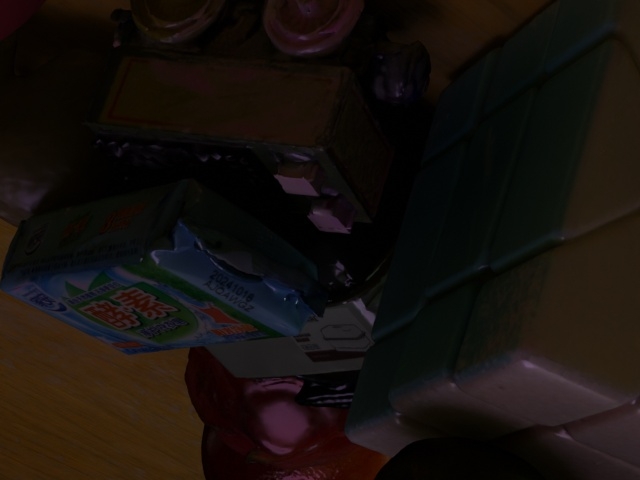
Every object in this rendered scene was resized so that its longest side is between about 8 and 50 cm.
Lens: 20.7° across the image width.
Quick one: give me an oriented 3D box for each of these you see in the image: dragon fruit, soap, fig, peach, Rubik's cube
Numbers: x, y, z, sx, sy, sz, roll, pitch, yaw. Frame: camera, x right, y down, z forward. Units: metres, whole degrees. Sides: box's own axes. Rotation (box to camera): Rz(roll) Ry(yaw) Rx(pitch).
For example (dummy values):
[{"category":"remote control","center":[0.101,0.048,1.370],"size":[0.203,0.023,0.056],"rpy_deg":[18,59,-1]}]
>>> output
[{"category":"dragon fruit","center":[-0.025,0.122,1.815],"size":[0.241,0.241,0.252],"rpy_deg":[31,123,-29]},{"category":"soap","center":[-0.129,0.026,1.380],"size":[0.156,0.077,0.293],"rpy_deg":[31,154,-32]},{"category":"fig","center":[0.122,0.194,1.188],"size":[0.178,0.117,0.117],"rpy_deg":[17,160,-25]},{"category":"peach","center":[-0.013,0.268,2.176],"size":[0.258,0.201,0.362],"rpy_deg":[26,157,-17]},{"category":"Rubik's cube","center":[0.245,0.030,1.250],"size":[0.319,0.321,0.316],"rpy_deg":[23,159,-14]}]

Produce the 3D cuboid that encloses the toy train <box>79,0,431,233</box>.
[{"category":"toy train","center":[-0.053,-0.117,1.322],"size":[0.261,0.177,0.134],"rpy_deg":[8,157,25]}]

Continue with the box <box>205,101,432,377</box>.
[{"category":"box","center":[0.000,0.000,1.511],"size":[0.291,0.220,0.166],"rpy_deg":[-10,123,48]}]

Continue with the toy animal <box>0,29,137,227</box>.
[{"category":"toy animal","center":[-0.317,-0.125,1.534],"size":[0.363,0.180,0.181],"rpy_deg":[22,152,8]}]

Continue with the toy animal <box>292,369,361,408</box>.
[{"category":"toy animal","center":[0.097,0.088,1.659],"size":[0.122,0.298,0.185],"rpy_deg":[-124,15,-50]}]

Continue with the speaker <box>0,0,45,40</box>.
[{"category":"speaker","center":[-0.288,-0.247,1.080],"size":[0.294,0.294,0.294],"rpy_deg":[16,158,6]}]
